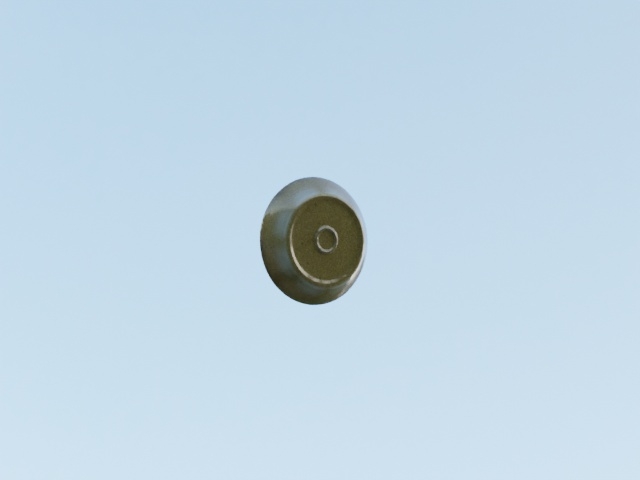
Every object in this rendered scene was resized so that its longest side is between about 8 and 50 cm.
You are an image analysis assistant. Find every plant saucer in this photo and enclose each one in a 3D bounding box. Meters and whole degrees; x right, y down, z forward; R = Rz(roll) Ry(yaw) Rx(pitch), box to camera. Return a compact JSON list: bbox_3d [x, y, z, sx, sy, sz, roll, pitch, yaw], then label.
[{"bbox_3d":[0.000,0.000,1.031,0.083,0.083,0.015,32,-18,-28],"label":"plant saucer"}]
